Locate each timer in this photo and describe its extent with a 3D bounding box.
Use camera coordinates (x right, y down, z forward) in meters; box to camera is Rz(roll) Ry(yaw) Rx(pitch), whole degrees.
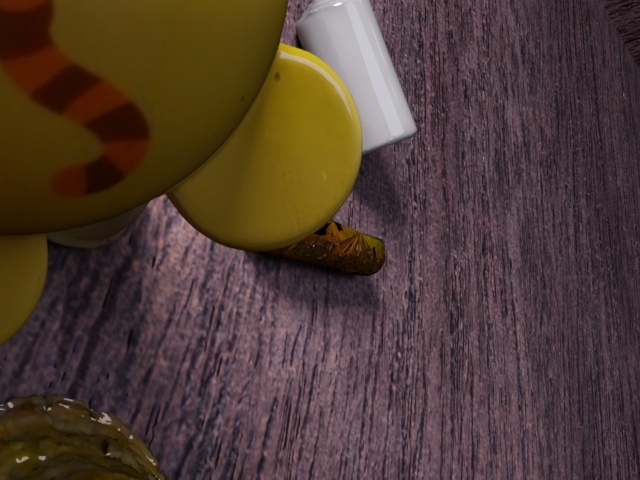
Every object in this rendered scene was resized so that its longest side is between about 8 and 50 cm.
[{"bbox_3d":[-0.178,-0.132,0.497,0.376,0.376,0.387,-48,128,-52],"label":"timer"}]

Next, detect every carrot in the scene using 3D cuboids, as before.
[{"bbox_3d":[0.001,0.000,0.912,0.228,0.069,0.069,18,60,-52],"label":"carrot"}]

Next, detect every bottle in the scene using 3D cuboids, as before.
[{"bbox_3d":[0.037,-0.234,1.034,0.104,0.104,0.245,-30,99,-56],"label":"bottle"}]

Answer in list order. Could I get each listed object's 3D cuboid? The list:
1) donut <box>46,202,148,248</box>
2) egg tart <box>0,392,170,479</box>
[{"bbox_3d":[-0.182,-0.063,0.677,0.108,0.065,0.166,41,45,-39],"label":"donut"},{"bbox_3d":[-0.162,0.243,0.521,0.294,0.116,0.295,32,50,-46],"label":"egg tart"}]
